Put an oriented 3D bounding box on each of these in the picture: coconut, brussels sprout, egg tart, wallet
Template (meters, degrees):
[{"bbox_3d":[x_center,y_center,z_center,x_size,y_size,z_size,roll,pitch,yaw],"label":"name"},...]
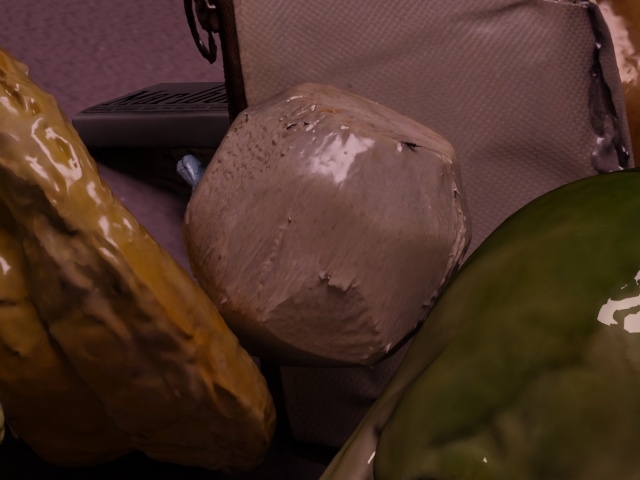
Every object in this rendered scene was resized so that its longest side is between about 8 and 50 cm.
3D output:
[{"bbox_3d":[0.002,0.001,1.037,0.161,0.162,0.161,21,14,-5],"label":"coconut"},{"bbox_3d":[0.175,0.114,0.971,0.354,0.289,0.281,-28,70,-3],"label":"brussels sprout"},{"bbox_3d":[-0.161,0.031,1.041,0.128,0.319,0.319,-38,49,-12],"label":"egg tart"},{"bbox_3d":[0.060,-0.043,1.143,0.275,0.335,0.068,-9,-1,10],"label":"wallet"}]

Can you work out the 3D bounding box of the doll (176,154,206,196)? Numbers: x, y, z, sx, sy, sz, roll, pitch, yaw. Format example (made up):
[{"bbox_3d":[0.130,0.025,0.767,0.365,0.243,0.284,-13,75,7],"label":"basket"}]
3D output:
[{"bbox_3d":[-0.015,-0.036,1.357,0.180,0.075,0.120,-11,41,-33],"label":"doll"}]

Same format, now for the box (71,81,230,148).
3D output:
[{"bbox_3d":[-0.092,-0.098,1.406,0.177,0.036,0.115,3,18,38],"label":"box"}]

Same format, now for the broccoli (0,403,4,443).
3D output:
[{"bbox_3d":[-0.298,0.067,0.911,0.288,0.245,0.248,15,30,-1],"label":"broccoli"}]

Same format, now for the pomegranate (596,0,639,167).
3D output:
[{"bbox_3d":[0.186,-0.061,1.295,0.281,0.281,0.281,9,30,-5],"label":"pomegranate"}]
